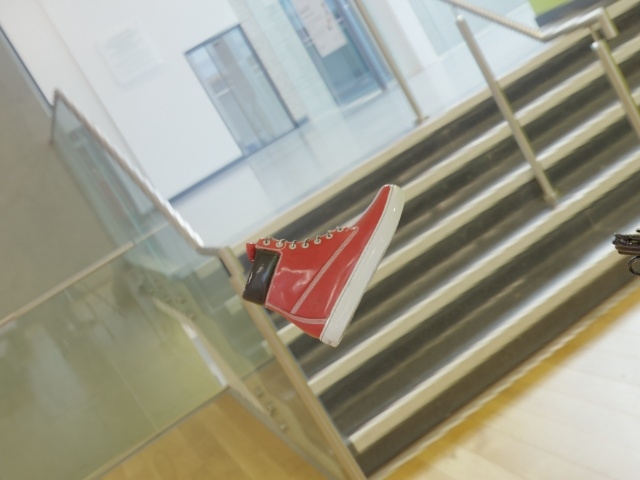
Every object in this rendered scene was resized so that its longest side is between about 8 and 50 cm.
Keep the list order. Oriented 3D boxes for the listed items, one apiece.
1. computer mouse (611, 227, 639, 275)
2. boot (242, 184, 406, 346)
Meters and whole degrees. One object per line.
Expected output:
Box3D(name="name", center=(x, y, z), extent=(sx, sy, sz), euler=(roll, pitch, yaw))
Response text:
Box3D(name="computer mouse", center=(0.440, 0.062, 0.945), extent=(0.188, 0.272, 0.072), euler=(20, 71, 37))
Box3D(name="boot", center=(0.000, 0.000, 1.176), extent=(0.244, 0.176, 0.088), euler=(-60, -8, -18))
